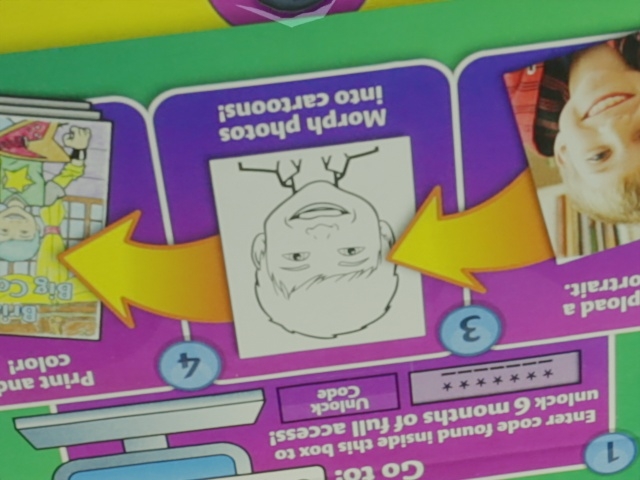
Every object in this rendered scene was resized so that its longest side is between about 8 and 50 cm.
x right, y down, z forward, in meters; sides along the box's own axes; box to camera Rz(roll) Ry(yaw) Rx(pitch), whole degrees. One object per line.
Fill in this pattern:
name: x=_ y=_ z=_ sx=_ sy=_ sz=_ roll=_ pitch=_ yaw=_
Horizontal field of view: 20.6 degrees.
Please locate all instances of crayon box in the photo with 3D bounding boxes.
crayon box: x=0.000 y=0.000 z=0.570 sx=0.363 sy=0.106 sz=0.313 roll=-7 pitch=124 yaw=-1
